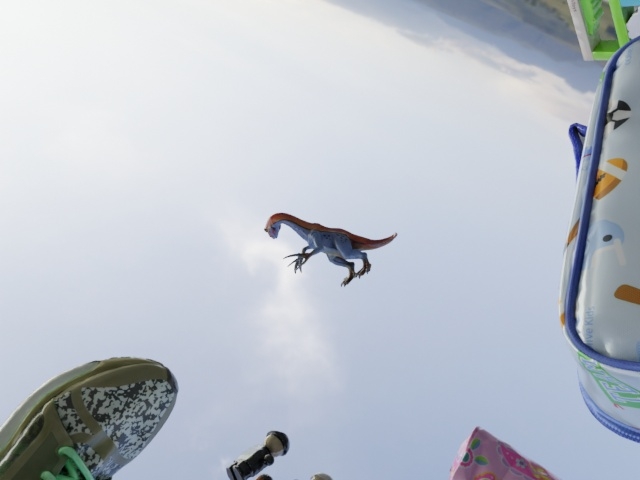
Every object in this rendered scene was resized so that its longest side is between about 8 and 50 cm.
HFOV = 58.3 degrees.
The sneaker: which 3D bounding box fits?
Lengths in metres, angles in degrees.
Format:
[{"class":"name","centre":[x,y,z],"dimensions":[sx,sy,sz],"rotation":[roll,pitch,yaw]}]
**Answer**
[{"class":"sneaker","centre":[-0.306,0.291,0.599],"dimensions":[0.410,0.158,0.182],"rotation":[-37,-145,-26]}]

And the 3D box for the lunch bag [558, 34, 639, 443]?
[{"class":"lunch bag","centre":[0.267,-0.023,0.333],"dimensions":[0.243,0.115,0.303],"rotation":[-3,-132,38]}]

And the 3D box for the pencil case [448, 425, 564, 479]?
[{"class":"pencil case","centre":[0.306,0.377,0.783],"dimensions":[0.284,0.124,0.124],"rotation":[27,-151,27]}]

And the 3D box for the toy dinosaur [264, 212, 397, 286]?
[{"class":"toy dinosaur","centre":[0.000,0.000,0.450],"dimensions":[0.082,0.047,0.090],"rotation":[48,-118,-7]}]

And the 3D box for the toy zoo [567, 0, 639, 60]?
[{"class":"toy zoo","centre":[0.419,-0.287,0.646],"dimensions":[0.293,0.030,0.192],"rotation":[22,157,51]}]

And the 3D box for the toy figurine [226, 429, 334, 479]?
[{"class":"toy figurine","centre":[-0.088,0.528,1.180],"dimensions":[0.213,0.209,0.148],"rotation":[31,-146,28]}]
